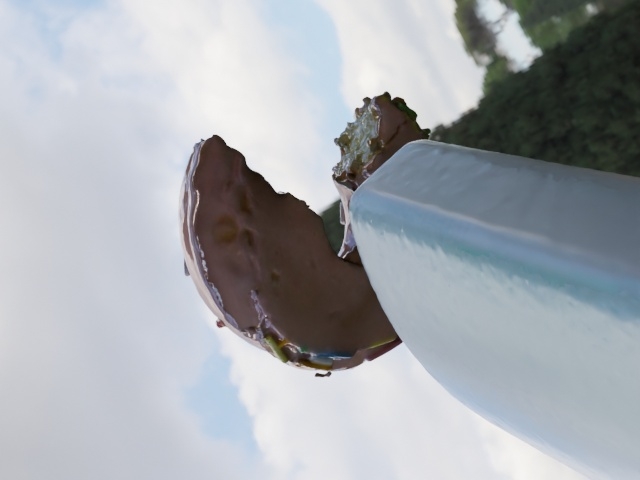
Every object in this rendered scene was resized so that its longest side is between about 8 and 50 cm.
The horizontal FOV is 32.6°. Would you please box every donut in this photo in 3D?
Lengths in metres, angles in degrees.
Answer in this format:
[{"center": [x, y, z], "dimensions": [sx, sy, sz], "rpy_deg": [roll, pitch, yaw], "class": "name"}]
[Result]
[{"center": [0.000, 0.000, 0.836], "dimensions": [0.233, 0.085, 0.199], "rpy_deg": [-17, -84, -33], "class": "donut"}]

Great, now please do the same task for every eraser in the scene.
[{"center": [0.142, 0.053, 0.500], "dimensions": [0.189, 0.104, 0.290], "rpy_deg": [50, 167, -26], "class": "eraser"}]
